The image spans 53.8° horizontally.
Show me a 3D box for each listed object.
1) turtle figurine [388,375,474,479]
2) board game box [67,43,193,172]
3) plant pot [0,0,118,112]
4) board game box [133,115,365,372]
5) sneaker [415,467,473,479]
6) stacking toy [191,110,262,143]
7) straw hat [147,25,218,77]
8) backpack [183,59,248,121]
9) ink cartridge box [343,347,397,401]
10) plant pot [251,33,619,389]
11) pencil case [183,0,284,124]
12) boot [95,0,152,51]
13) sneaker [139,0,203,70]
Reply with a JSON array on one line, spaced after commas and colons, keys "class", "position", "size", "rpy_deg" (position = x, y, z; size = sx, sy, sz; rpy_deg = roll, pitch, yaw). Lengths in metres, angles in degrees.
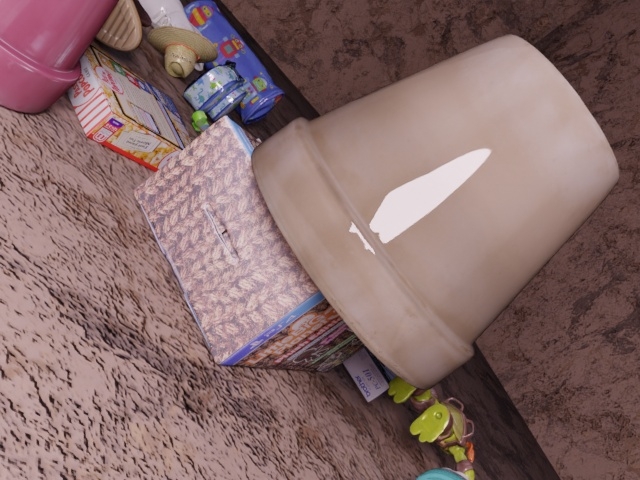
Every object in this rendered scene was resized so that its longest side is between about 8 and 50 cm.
[{"class": "turtle figurine", "position": [0.185, 0.286, 0.937], "size": [0.217, 0.087, 0.270], "rpy_deg": [53, 17, -49]}, {"class": "board game box", "position": [-0.239, -0.162, 0.813], "size": [0.147, 0.045, 0.193], "rpy_deg": [59, 13, 26]}, {"class": "plant pot", "position": [-0.280, -0.256, 0.600], "size": [0.201, 0.180, 0.201], "rpy_deg": [49, 12, -14]}, {"class": "board game box", "position": [-0.047, 0.024, 0.777], "size": [0.232, 0.141, 0.291], "rpy_deg": [58, 13, 23]}, {"class": "sneaker", "position": [0.171, 0.376, 0.709], "size": [0.110, 0.107, 0.275], "rpy_deg": [32, 22, -35]}, {"class": "stacking toy", "position": [-0.132, -0.137, 1.138], "size": [0.167, 0.052, 0.221], "rpy_deg": [58, 13, 23]}, {"class": "straw hat", "position": [-0.264, -0.339, 1.186], "size": [0.144, 0.144, 0.061], "rpy_deg": [28, 68, -64]}, {"class": "backpack", "position": [-0.193, -0.277, 1.181], "size": [0.084, 0.105, 0.114], "rpy_deg": [51, 17, -5]}, {"class": "ink cartridge box", "position": [0.044, 0.150, 0.997], "size": [0.207, 0.046, 0.097], "rpy_deg": [56, 11, 15]}, {"class": "plant pot", "position": [0.136, -0.051, 0.670], "size": [0.323, 0.280, 0.323], "rpy_deg": [51, 12, -15]}, {"class": "pencil case", "position": [-0.214, -0.416, 1.476], "size": [0.306, 0.119, 0.133], "rpy_deg": [53, -20, 4]}, {"class": "boot", "position": [-0.324, -0.385, 1.023], "size": [0.248, 0.090, 0.207], "rpy_deg": [51, 13, 9]}, {"class": "sneaker", "position": [-0.306, -0.440, 1.317], "size": [0.212, 0.080, 0.094], "rpy_deg": [40, 29, -52]}]
